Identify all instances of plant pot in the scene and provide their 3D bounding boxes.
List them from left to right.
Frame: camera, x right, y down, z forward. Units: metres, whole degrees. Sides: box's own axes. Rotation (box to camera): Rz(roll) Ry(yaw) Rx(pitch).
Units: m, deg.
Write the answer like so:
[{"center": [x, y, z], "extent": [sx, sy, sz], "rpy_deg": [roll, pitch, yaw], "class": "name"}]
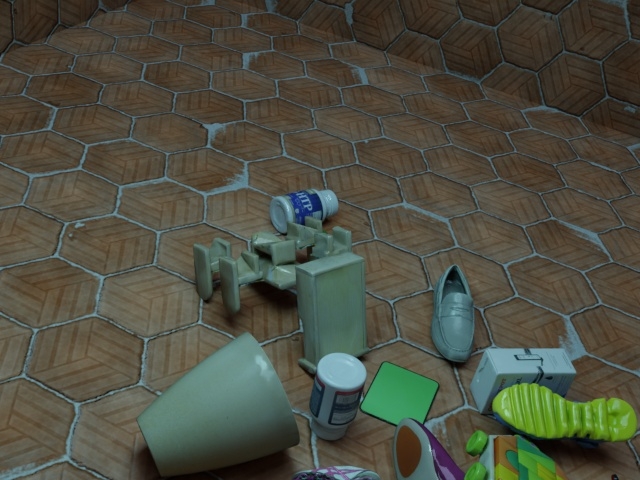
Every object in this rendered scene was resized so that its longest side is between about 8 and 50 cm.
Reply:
[{"center": [-0.221, 0.360, 1.661], "extent": [0.274, 0.256, 0.256], "rpy_deg": [-24, 46, -17], "class": "plant pot"}]

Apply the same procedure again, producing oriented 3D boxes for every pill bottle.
[{"center": [-0.046, -0.093, 2.422], "extent": [0.187, 0.112, 0.112], "rpy_deg": [-16, 43, -33], "class": "pill bottle"}, {"center": [0.032, 0.343, 1.775], "extent": [0.108, 0.180, 0.108], "rpy_deg": [8, 35, -6], "class": "pill bottle"}]

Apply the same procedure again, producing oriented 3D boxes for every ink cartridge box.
[{"center": [0.477, 0.334, 1.942], "extent": [0.203, 0.148, 0.086], "rpy_deg": [1, 38, -13], "class": "ink cartridge box"}]

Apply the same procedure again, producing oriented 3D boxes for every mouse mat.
[{"center": [0.189, 0.368, 1.937], "extent": [0.153, 0.007, 0.189], "rpy_deg": [21, 37, 13], "class": "mouse mat"}]

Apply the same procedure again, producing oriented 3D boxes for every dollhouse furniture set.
[{"center": [-0.066, 0.131, 2.074], "extent": [0.362, 0.256, 0.394], "rpy_deg": [-15, 22, -33], "class": "dollhouse furniture set"}]

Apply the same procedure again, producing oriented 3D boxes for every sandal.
[{"center": [0.544, 0.413, 1.870], "extent": [0.317, 0.138, 0.126], "rpy_deg": [13, 63, 1], "class": "sandal"}]

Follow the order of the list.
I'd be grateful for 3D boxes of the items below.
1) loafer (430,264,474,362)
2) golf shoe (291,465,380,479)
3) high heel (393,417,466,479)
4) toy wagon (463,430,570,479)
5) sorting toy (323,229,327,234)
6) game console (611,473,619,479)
[{"center": [0.348, 0.186, 2.142], "extent": [0.112, 0.111, 0.319], "rpy_deg": [8, 35, -5], "class": "loafer"}, {"center": [0.031, 0.497, 1.674], "extent": [0.186, 0.067, 0.086], "rpy_deg": [6, 7, -4], "class": "golf shoe"}, {"center": [0.279, 0.522, 1.692], "extent": [0.181, 0.127, 0.377], "rpy_deg": [20, 27, -29], "class": "high heel"}, {"center": [0.426, 0.494, 1.696], "extent": [0.267, 0.068, 0.344], "rpy_deg": [34, 23, -2], "class": "toy wagon"}, {"center": [0.000, 0.000, 2.374], "extent": [0.061, 0.042, 0.102], "rpy_deg": [7, 20, -34], "class": "sorting toy"}, {"center": [0.684, 0.573, 1.729], "extent": [0.085, 0.124, 0.144], "rpy_deg": [-18, 37, 5], "class": "game console"}]
